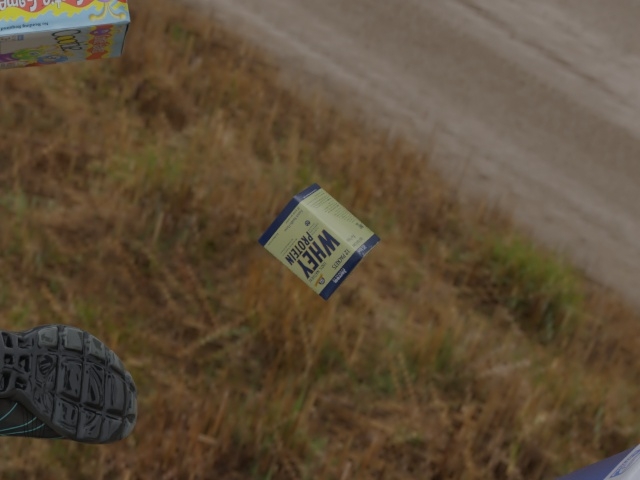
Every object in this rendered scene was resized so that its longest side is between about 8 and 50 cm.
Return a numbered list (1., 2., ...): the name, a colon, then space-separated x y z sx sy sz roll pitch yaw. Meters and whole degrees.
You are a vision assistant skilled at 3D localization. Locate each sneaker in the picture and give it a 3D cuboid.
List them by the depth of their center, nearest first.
1. sneaker: -0.277 0.119 1.331 0.267 0.106 0.101 22 59 -40

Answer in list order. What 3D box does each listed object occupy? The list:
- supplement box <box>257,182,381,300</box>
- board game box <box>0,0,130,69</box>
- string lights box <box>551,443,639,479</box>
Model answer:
1. supplement box: 0.000 0.000 1.429 0.083 0.056 0.083 41 18 3
2. board game box: -0.291 -0.332 1.607 0.142 0.275 0.144 -8 -6 -12
3. string lights box: 0.132 0.172 0.679 0.133 0.260 0.077 44 72 5
